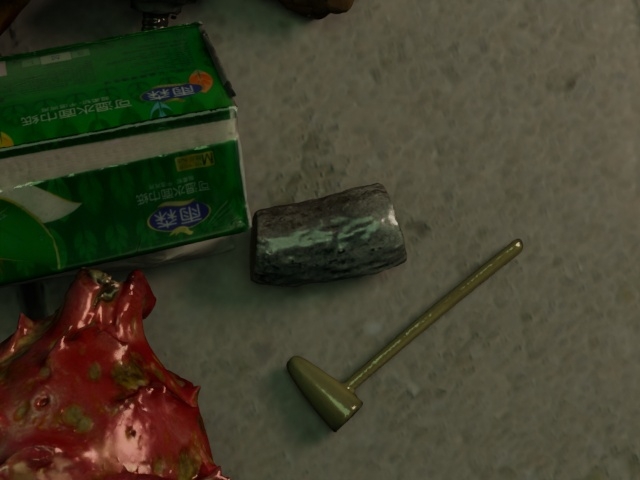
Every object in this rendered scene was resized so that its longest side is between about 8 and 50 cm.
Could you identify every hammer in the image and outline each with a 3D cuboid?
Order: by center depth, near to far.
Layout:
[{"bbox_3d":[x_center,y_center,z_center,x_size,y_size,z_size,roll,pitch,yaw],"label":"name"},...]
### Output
[{"bbox_3d":[0.064,0.053,1.168,0.195,0.028,0.060,-39,81,-14],"label":"hammer"}]

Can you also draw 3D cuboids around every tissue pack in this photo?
[{"bbox_3d":[-0.160,-0.037,1.098,0.209,0.148,0.156,-11,120,-9],"label":"tissue pack"}]

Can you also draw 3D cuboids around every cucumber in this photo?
[{"bbox_3d":[0.002,-0.001,1.150,0.112,0.064,0.064,-12,83,-6],"label":"cucumber"}]

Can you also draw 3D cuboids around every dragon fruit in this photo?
[{"bbox_3d":[-0.161,0.149,1.041,0.205,0.210,0.268,13,80,-45],"label":"dragon fruit"}]

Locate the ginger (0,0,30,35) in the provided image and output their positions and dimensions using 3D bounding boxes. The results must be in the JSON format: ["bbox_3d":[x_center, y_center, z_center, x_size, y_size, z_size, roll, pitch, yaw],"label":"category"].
[{"bbox_3d":[-0.235,-0.182,0.988,0.358,0.274,0.152,-30,104,9],"label":"ginger"}]

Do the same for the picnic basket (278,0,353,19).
[{"bbox_3d":[0.016,-0.258,1.174,0.110,0.055,0.193,31,80,-24],"label":"picnic basket"}]

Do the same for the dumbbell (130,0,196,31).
[{"bbox_3d":[-0.109,-0.237,1.140,0.082,0.081,0.253,4,103,-6],"label":"dumbbell"}]
